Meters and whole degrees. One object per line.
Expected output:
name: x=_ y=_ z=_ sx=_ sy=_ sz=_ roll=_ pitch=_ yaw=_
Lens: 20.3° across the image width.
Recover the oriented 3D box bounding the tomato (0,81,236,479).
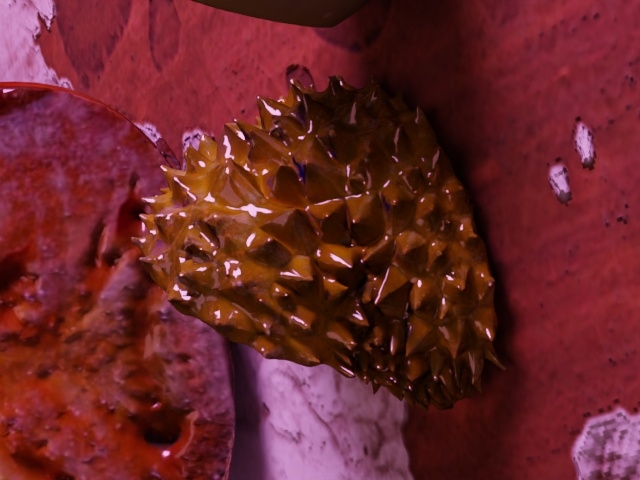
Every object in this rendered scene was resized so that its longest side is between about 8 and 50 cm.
tomato: x=-0.208 y=0.058 z=1.090 sx=0.144 sy=0.338 sz=0.338 roll=-109 pitch=12 yaw=-82

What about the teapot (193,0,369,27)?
teapot: x=-0.019 y=-0.169 z=0.839 sx=0.166 sy=0.130 sz=0.119 roll=-97 pitch=20 yaw=-76

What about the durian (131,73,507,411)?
durian: x=0.000 y=-0.002 z=0.883 sx=0.132 sy=0.165 sz=0.182 roll=53 pitch=-159 yaw=-45
